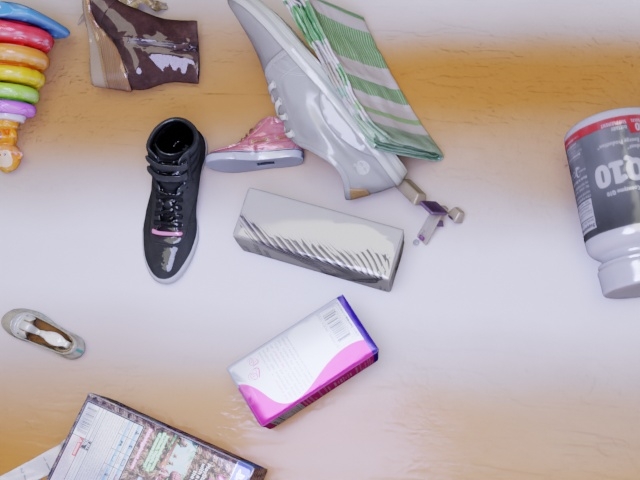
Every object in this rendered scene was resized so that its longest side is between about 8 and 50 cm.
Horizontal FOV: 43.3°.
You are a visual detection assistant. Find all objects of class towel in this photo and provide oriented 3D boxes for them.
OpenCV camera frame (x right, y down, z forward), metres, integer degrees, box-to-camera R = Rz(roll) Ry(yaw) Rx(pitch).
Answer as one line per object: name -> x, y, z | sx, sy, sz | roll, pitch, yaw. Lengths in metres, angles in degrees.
towel -> 0.080, -0.283, 1.389 | 0.038, 0.248, 0.325 | -38, 70, 27

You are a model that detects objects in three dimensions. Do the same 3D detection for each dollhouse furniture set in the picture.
dollhouse furniture set -> 0.176, -0.048, 1.421 | 0.114, 0.091, 0.081 | 49, 125, 37

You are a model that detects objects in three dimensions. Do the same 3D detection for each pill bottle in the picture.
pill bottle -> 0.503, -0.058, 1.315 | 0.161, 0.161, 0.283 | -7, 73, 3

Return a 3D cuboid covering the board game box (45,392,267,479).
board game box -> -0.267, 0.406, 1.259 | 0.291, 0.141, 0.232 | 22, 77, 11

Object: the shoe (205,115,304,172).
shoe -> -0.120, -0.174, 1.458 | 0.178, 0.063, 0.081 | -4, 72, -2

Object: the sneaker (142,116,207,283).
sneaker -> -0.265, -0.079, 1.398 | 0.104, 0.147, 0.296 | 7, 76, 5

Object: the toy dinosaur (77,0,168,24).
toy dinosaur -> -0.393, -0.475, 1.573 | 0.183, 0.053, 0.093 | -5, 75, 3

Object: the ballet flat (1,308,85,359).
ballet flat -> -0.485, 0.156, 1.397 | 0.168, 0.052, 0.057 | 19, 77, 10

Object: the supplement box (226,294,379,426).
supplement box -> -0.025, 0.200, 1.313 | 0.220, 0.114, 0.111 | -31, 74, -6

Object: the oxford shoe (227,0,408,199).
oxford shoe -> -0.031, -0.249, 1.397 | 0.130, 0.169, 0.449 | -39, 87, 9

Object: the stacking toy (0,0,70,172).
stacking toy -> -0.582, -0.277, 1.499 | 0.175, 0.166, 0.302 | 2, 89, 15

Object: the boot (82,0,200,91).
boot -> -0.336, -0.405, 1.525 | 0.206, 0.090, 0.248 | -6, 88, -5

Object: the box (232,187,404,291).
box -> 0.000, 0.000, 1.370 | 0.275, 0.113, 0.094 | 15, 77, 11

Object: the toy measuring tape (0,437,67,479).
toy measuring tape -> -0.557, 0.406, 1.300 | 0.330, 0.121, 0.121 | -26, 73, -3
